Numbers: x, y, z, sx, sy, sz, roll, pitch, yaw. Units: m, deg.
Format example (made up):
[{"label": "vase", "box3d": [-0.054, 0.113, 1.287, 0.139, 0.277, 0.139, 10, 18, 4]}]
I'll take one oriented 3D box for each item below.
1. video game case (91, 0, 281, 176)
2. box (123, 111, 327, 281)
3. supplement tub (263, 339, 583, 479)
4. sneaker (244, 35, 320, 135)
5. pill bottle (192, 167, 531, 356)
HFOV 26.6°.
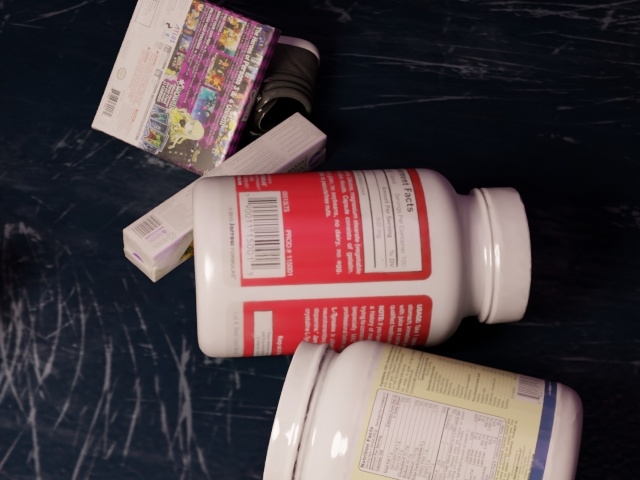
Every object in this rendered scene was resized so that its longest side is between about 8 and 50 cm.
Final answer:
[{"label": "video game case", "box3d": [-0.191, -0.227, 1.913, 0.210, 0.042, 0.232, 23, 99, 15]}, {"label": "box", "box3d": [-0.128, -0.063, 1.865, 0.067, 0.063, 0.324, 40, 60, 23]}, {"label": "supplement tub", "box3d": [0.114, 0.245, 1.532, 0.325, 0.235, 0.235, 12, 53, 7]}, {"label": "sneaker", "box3d": [-0.141, -0.226, 1.963, 0.296, 0.104, 0.147, 0, 47, -8]}, {"label": "pill bottle", "box3d": [0.046, 0.025, 1.703, 0.408, 0.229, 0.229, -2, 52, -5]}]
